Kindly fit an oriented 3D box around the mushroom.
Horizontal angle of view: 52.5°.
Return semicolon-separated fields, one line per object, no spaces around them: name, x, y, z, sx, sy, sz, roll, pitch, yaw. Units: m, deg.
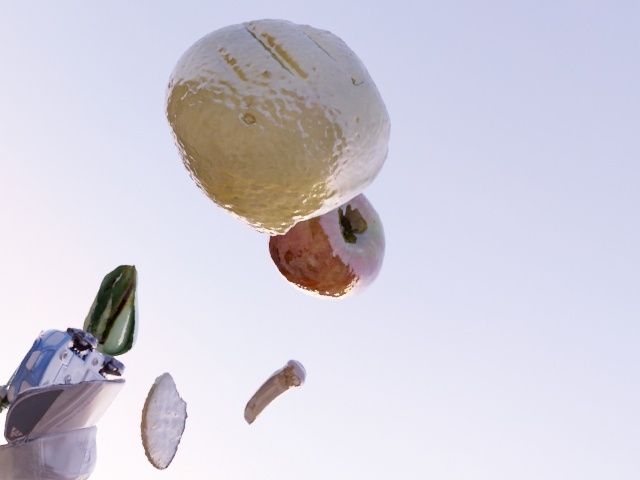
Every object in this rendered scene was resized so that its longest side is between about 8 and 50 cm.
mushroom;-0.117;0.371;1.583;0.071;0.084;0.209;45;-74;-3

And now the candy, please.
candy;-0.658;0.282;1.411;0.061;0.203;0.061;16;-35;11

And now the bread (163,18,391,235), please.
bread;-0.061;-0.174;0.917;0.320;0.320;0.237;24;-27;32

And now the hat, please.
hat;-0.443;0.340;1.127;0.161;0.275;0.232;43;-4;9

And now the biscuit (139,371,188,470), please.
biscuit;-0.428;0.498;1.794;0.040;0.188;0.266;-2;-92;26

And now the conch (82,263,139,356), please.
conch;-0.529;0.189;1.638;0.251;0.143;0.137;107;-32;-42

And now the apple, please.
apple;0.000;0.000;1.502;0.250;0.277;0.309;-14;-66;44

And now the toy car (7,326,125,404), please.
toy car;-0.551;0.292;1.360;0.165;0.198;0.314;13;-26;14
